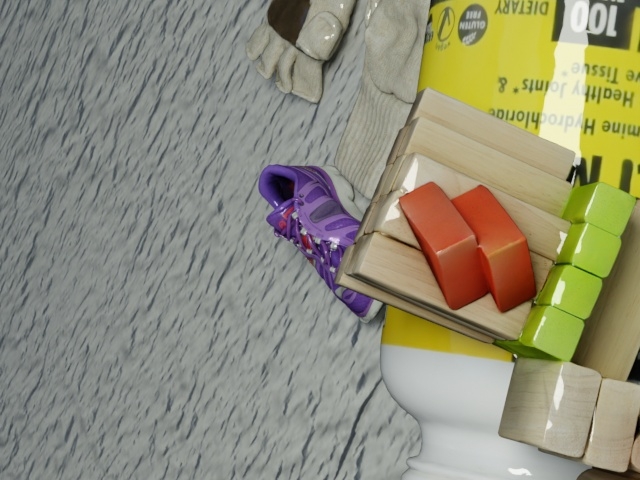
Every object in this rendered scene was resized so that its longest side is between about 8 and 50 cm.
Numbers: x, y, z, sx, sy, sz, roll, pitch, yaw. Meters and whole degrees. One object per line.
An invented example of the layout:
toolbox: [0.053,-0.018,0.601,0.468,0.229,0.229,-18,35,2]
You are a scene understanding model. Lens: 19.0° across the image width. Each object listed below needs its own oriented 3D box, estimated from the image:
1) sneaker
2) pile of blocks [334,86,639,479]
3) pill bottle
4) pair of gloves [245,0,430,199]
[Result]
sneaker: [0.000,0.000,1.378,0.170,0.071,0.068,51,123,50]
pile of blocks: [0.162,0.073,0.903,0.149,0.362,0.112,-43,5,-8]
pill bottle: [0.134,0.007,1.052,0.188,0.188,0.334,2,84,58]
pair of gloves: [0.029,-0.166,1.408,0.204,0.042,0.240,-63,36,24]
